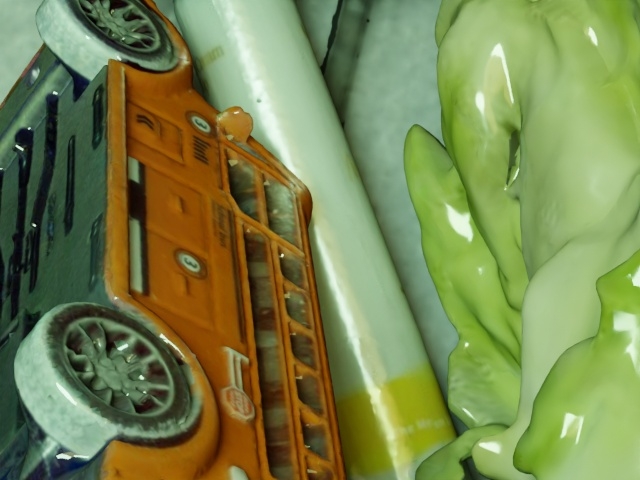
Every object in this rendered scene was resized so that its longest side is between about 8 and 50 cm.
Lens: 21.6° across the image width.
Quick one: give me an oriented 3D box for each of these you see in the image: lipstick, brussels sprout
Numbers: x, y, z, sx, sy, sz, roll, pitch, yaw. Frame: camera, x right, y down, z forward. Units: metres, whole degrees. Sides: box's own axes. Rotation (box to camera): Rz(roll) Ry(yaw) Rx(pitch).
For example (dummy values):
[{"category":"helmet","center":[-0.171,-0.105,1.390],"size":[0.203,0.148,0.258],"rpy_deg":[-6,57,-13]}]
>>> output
[{"category":"lipstick","center":[0.000,0.000,0.780],"size":[0.059,0.059,0.264],"rpy_deg":[-19,82,-7]},{"category":"brussels sprout","center":[0.196,-0.016,0.684],"size":[0.315,0.276,0.371],"rpy_deg":[11,75,-2]}]

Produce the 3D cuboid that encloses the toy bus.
[{"category":"toy bus","center":[-0.079,0.037,0.667],"size":[0.153,0.329,0.143],"rpy_deg":[27,119,-26]}]
